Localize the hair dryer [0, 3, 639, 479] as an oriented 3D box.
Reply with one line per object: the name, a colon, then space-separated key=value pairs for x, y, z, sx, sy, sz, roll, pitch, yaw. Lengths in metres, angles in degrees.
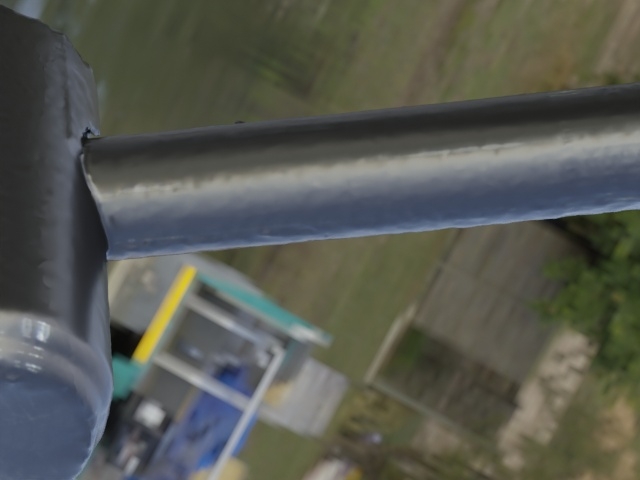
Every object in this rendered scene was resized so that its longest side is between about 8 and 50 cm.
hair dryer: x=0.000 y=-0.001 z=0.474 sx=0.070 sy=0.248 sz=0.114 roll=95 pitch=-11 yaw=-49
